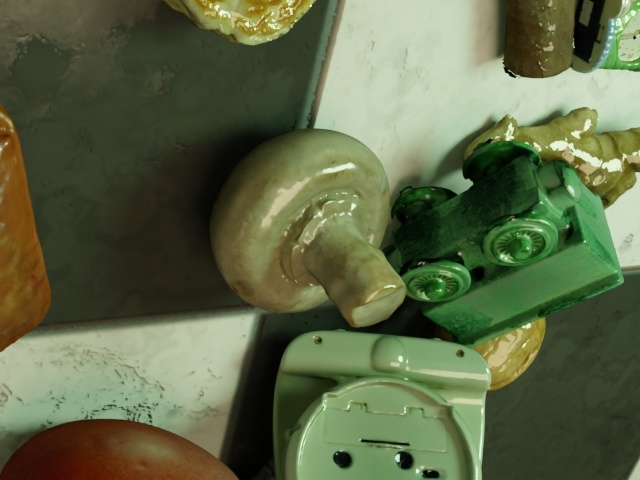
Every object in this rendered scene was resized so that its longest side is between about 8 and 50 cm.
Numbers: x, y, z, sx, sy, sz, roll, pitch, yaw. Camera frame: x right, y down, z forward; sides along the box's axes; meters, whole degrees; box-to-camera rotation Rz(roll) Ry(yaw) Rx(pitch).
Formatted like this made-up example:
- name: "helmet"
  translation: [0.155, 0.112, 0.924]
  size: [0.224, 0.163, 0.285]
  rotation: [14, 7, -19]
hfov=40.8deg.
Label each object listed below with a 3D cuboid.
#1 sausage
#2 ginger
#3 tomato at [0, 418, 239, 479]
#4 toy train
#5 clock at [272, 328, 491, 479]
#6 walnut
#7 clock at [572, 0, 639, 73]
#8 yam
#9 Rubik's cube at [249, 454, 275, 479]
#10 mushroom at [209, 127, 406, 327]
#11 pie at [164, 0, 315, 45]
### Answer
- name: "sausage"
  translation: [-0.312, -0.012, 0.706]
  size: [0.141, 0.153, 0.268]
  rotation: [-21, 132, -27]
- name: "ginger"
  translation: [0.327, -0.105, 1.111]
  size: [0.334, 0.081, 0.148]
  rotation: [7, 133, -24]
- name: "tomato"
  translation: [-0.212, 0.349, 0.917]
  size: [0.321, 0.321, 0.321]
  rotation: [-17, 129, -23]
- name: "toy train"
  translation: [0.203, 0.005, 1.018]
  size: [0.266, 0.145, 0.202]
  rotation: [-29, 135, 32]
- name: "clock"
  translation: [0.073, 0.274, 1.022]
  size: [0.265, 0.324, 0.108]
  rotation: [5, 154, -5]
- name: "walnut"
  translation: [0.230, 0.128, 1.178]
  size: [0.180, 0.144, 0.144]
  rotation: [-53, 134, -3]
- name: "clock"
  translation: [0.390, -0.293, 1.008]
  size: [0.195, 0.100, 0.194]
  rotation: [-15, 132, -21]
- name: "yam"
  translation: [0.244, -0.248, 0.955]
  size: [0.084, 0.084, 0.127]
  rotation: [-25, 135, -17]
- name: "Rubik's cube"
  translation: [0.022, 0.418, 1.156]
  size: [0.319, 0.319, 0.264]
  rotation: [-22, 156, -19]
- name: "mushroom"
  translation: [-0.017, -0.003, 0.887]
  size: [0.206, 0.209, 0.206]
  rotation: [-3, 137, -3]
- name: "pie"
  translation: [-0.060, -0.276, 0.731]
  size: [0.179, 0.084, 0.205]
  rotation: [30, 100, -44]
